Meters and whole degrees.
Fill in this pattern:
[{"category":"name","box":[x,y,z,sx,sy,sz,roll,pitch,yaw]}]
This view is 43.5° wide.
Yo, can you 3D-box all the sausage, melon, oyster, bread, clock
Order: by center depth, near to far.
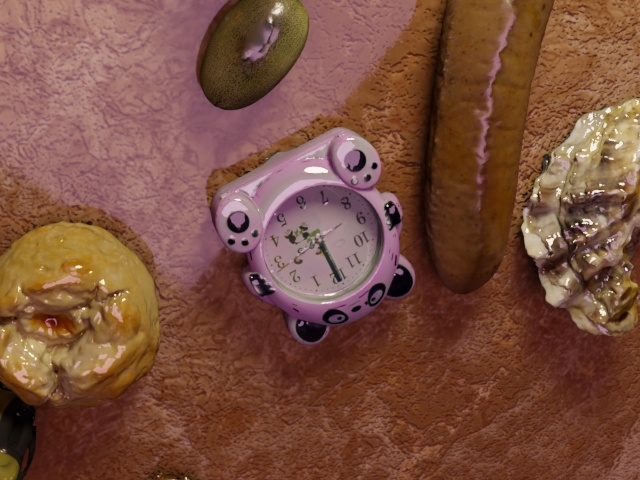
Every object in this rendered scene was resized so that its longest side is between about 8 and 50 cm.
[{"category":"melon","box":[-0.080,-0.225,0.944,0.099,0.099,0.162,36,100,-20]},{"category":"bread","box":[-0.307,0.106,0.983,0.245,0.134,0.244,-3,107,-9]},{"category":"sausage","box":[0.203,-0.162,1.015,0.136,0.123,0.500,-9,112,-41]},{"category":"clock","box":[0.000,0.000,1.040,0.228,0.090,0.247,-28,113,-2]},{"category":"oyster","box":[0.418,-0.051,1.099,0.238,0.115,0.351,34,98,-20]}]

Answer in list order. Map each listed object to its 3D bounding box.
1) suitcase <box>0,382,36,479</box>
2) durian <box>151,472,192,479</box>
[{"category":"suitcase","box":[-0.471,0.248,0.962,0.235,0.194,0.143,23,109,-18]},{"category":"durian","box":[-0.181,0.497,1.163,0.196,0.185,0.305,-37,122,26]}]
